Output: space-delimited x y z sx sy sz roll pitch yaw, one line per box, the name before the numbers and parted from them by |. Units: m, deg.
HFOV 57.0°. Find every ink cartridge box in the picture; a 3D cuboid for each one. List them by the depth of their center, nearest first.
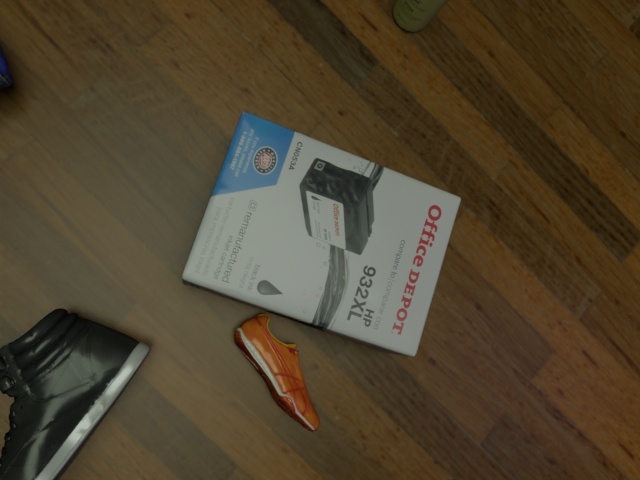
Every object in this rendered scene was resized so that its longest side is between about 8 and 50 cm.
ink cartridge box | 0.000 0.000 0.781 0.307 0.129 0.223 20 80 -10

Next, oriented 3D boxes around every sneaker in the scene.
sneaker | -0.350 0.212 0.701 0.147 0.104 0.296 36 72 -5
sneaker | -0.045 0.177 0.789 0.067 0.064 0.175 -33 95 -23

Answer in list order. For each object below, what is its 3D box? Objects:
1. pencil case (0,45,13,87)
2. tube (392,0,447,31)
pencil case | -0.516 -0.165 0.687 0.306 0.119 0.133 -37 73 -13
tube | 0.163 -0.367 0.797 0.070 0.240 0.062 11 80 -12
